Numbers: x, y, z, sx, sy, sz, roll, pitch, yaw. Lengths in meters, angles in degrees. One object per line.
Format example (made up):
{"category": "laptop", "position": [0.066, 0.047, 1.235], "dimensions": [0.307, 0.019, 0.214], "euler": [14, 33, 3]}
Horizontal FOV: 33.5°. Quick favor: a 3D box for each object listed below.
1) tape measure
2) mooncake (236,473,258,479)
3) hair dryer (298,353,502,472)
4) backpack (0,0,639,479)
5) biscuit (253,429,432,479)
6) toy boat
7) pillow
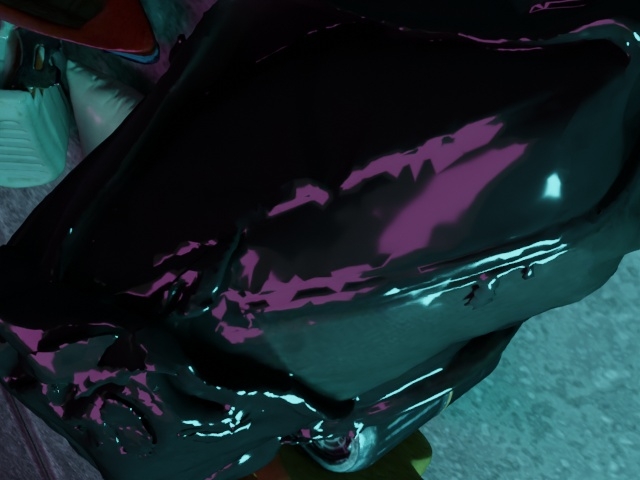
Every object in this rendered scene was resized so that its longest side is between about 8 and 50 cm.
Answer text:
{"category": "tape measure", "position": [-0.375, -0.150, 1.111], "dimensions": [0.246, 0.125, 0.243], "euler": [4, 161, -3]}
{"category": "mooncake", "position": [-0.040, 0.279, 1.175], "dimensions": [0.117, 0.235, 0.235], "euler": [49, 149, -3]}
{"category": "hair dryer", "position": [0.000, 0.000, 0.878], "dimensions": [0.107, 0.189, 0.352], "euler": [-26, 93, 50]}
{"category": "backpack", "position": [0.019, -0.044, 0.609], "dimensions": [0.446, 0.363, 0.254], "euler": [-23, 112, 27]}
{"category": "biscuit", "position": [-0.022, 0.155, 0.984], "dimensions": [0.275, 0.052, 0.355], "euler": [21, -162, -37]}
{"category": "toy boat", "position": [-0.293, -0.273, 0.988], "dimensions": [0.392, 0.136, 0.079], "euler": [36, 177, 12]}
{"category": "pillow", "position": [-0.193, -0.065, 1.118], "dimensions": [0.144, 0.078, 0.254], "euler": [32, 144, 23]}
